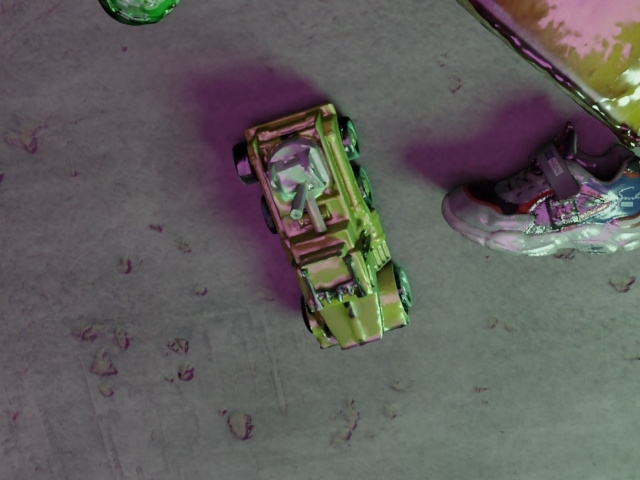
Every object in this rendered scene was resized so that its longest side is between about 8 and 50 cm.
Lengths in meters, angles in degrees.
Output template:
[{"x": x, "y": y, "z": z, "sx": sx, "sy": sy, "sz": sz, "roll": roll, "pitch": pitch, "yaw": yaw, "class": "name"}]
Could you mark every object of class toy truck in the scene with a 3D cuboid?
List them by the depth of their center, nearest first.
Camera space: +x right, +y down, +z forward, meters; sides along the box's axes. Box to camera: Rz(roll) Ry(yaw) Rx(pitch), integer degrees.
[{"x": 0.001, "y": 0.002, "z": 1.675, "sx": 0.128, "sy": 0.135, "sz": 0.259, "roll": -16, "pitch": 113, "yaw": 12, "class": "toy truck"}]

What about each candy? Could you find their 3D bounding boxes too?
[{"x": -0.291, "y": -0.296, "z": 1.617, "sx": 0.323, "sy": 0.097, "sz": 0.097, "roll": 15, "pitch": 113, "yaw": 7, "class": "candy"}]

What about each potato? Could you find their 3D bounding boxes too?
[{"x": 0.258, "y": -0.291, "z": 1.459, "sx": 0.296, "sy": 0.397, "sz": 0.290, "roll": -47, "pitch": 140, "yaw": 9, "class": "potato"}]

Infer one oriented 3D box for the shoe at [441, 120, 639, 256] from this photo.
[{"x": 0.240, "y": -0.056, "z": 1.645, "sx": 0.227, "sy": 0.099, "sz": 0.125, "roll": 1, "pitch": 120, "yaw": -1, "class": "shoe"}]
